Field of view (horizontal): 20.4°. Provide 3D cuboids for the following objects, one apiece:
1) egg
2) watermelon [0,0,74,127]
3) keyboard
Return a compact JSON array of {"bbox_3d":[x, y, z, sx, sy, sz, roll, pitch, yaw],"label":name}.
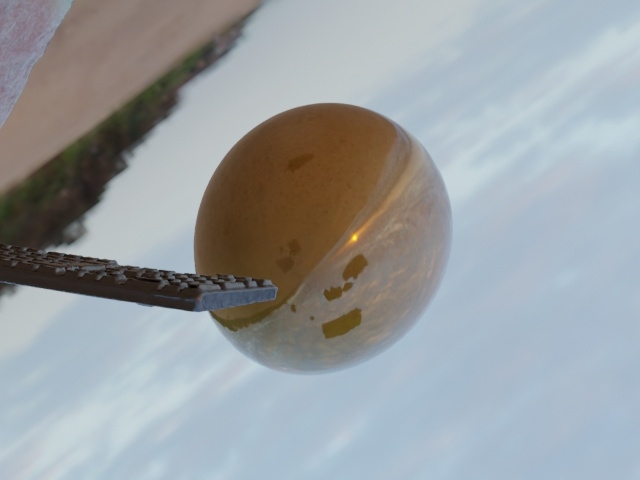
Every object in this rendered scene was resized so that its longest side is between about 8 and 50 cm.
[{"bbox_3d":[0.000,0.000,1.737,0.250,0.250,0.322,-33,-169,28],"label":"egg"},{"bbox_3d":[-0.255,-0.104,0.926,0.261,0.201,0.213,-13,169,26],"label":"watermelon"},{"bbox_3d":[-0.120,0.011,0.746,0.204,0.013,0.061,7,-175,29],"label":"keyboard"}]
